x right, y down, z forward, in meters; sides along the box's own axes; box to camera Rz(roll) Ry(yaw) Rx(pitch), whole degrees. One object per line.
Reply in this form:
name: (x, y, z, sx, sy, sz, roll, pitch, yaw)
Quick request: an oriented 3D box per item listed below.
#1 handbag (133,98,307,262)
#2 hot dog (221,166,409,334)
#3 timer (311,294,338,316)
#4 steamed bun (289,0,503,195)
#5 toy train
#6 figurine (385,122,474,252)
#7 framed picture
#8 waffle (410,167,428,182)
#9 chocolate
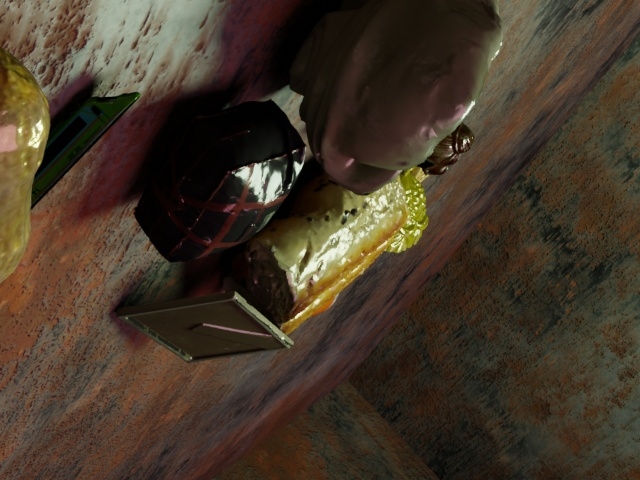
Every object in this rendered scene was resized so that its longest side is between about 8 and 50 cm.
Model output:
handbag: (-0.134, -0.076, 1.339, 0.169, 0.155, 0.215, -19, 155, -46)
hot dog: (0.000, 0.000, 1.903, 0.365, 0.196, 0.367, -34, 169, -27)
timer: (-0.022, 0.129, 2.400, 0.136, 0.099, 0.136, -50, 163, -21)
steamed bun: (0.087, -0.242, 1.385, 0.310, 0.219, 0.324, -38, -158, 53)
toy train: (-0.281, -0.097, 1.093, 0.209, 0.042, 0.044, -46, -171, 2)
figurine: (0.196, -0.149, 2.163, 0.187, 0.168, 0.315, -16, 141, -42)
framed picture: (-0.193, 0.155, 1.756, 0.213, 0.016, 0.289, -10, 156, 15)
waffle: (0.239, -0.188, 2.325, 0.102, 0.042, 0.148, -35, 163, -33)
chocolate: (-0.324, -0.055, 0.928, 0.134, 0.134, 0.309, -32, 158, -40)
